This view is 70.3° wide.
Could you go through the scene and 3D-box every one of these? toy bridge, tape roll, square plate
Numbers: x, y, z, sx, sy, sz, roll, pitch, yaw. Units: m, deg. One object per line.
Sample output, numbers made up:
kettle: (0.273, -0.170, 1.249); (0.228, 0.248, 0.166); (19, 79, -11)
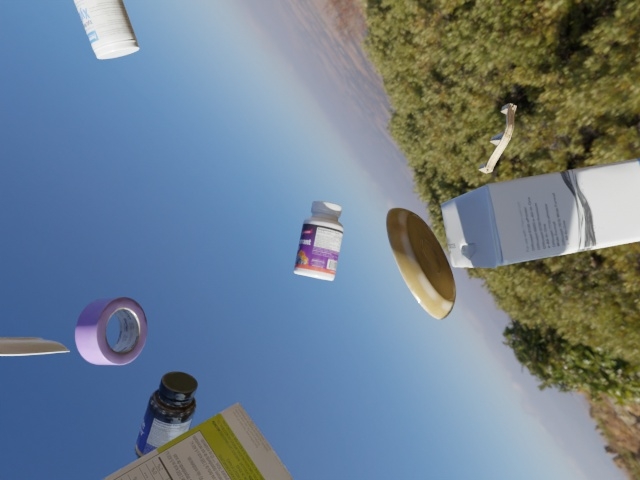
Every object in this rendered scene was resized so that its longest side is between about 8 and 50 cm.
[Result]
toy bridge: (0.453, -0.257, 1.144); (0.026, 0.188, 0.063); (23, 175, -8)
tape roll: (-0.590, 0.257, 1.295); (0.189, 0.080, 0.189); (-5, -90, -69)
square plate: (-0.947, 0.288, 1.232); (0.347, 0.344, 0.049); (40, -133, -72)

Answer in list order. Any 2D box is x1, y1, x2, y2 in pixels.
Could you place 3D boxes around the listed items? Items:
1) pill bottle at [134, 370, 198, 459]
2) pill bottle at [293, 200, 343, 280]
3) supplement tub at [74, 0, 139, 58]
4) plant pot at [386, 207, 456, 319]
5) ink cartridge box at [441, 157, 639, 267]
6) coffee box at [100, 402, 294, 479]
pill bottle: (-0.393, 0.459, 1.178); (0.122, 0.219, 0.123); (19, -169, -4)
pill bottle: (0.000, 0.000, 1.178); (0.108, 0.193, 0.108); (11, 174, 1)
supplement tub: (-0.338, -0.349, 0.713); (0.071, 0.071, 0.107); (-94, -11, -72)
plant pot: (0.204, 0.036, 0.883); (0.236, 0.032, 0.236); (40, -146, -35)
ink cartridge box: (0.394, -0.042, 0.775); (0.223, 0.307, 0.129); (133, 127, -86)
coffee box: (-0.207, 0.534, 0.692); (0.334, 0.338, 0.338); (-17, -125, -45)
